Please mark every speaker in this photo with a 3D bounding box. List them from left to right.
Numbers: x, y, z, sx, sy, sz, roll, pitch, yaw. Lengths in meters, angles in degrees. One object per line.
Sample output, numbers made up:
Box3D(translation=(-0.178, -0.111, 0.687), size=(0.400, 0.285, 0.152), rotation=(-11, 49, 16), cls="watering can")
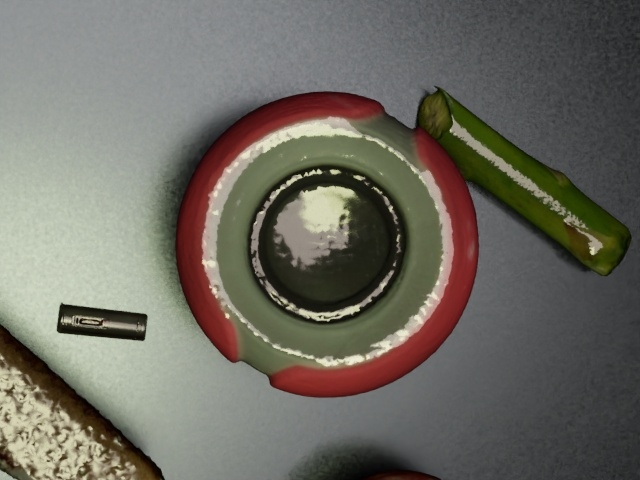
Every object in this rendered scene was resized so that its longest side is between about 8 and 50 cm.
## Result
Box3D(translation=(0.000, 0.000, 1.531), size=(0.294, 0.294, 0.294), rotation=(-1, 93, -12), cls="speaker")

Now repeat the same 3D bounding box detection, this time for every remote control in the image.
Box3D(translation=(-0.221, 0.085, 1.613), size=(0.091, 0.016, 0.034), rotation=(7, 87, -13), cls="remote control")

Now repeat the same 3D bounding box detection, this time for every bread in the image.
Box3D(translation=(-0.328, 0.133, 1.517), size=(0.416, 0.165, 0.113), rotation=(43, 82, -11), cls="bread")

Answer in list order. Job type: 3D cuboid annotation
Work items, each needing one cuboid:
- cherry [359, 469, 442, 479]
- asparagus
Box3D(translation=(0.076, 0.360, 1.610), size=(0.239, 0.206, 0.239), rotation=(5, 122, 8), cls="cherry")
Box3D(translation=(0.215, -0.060, 1.680), size=(0.277, 0.060, 0.067), rotation=(34, 96, -11), cls="asparagus")
